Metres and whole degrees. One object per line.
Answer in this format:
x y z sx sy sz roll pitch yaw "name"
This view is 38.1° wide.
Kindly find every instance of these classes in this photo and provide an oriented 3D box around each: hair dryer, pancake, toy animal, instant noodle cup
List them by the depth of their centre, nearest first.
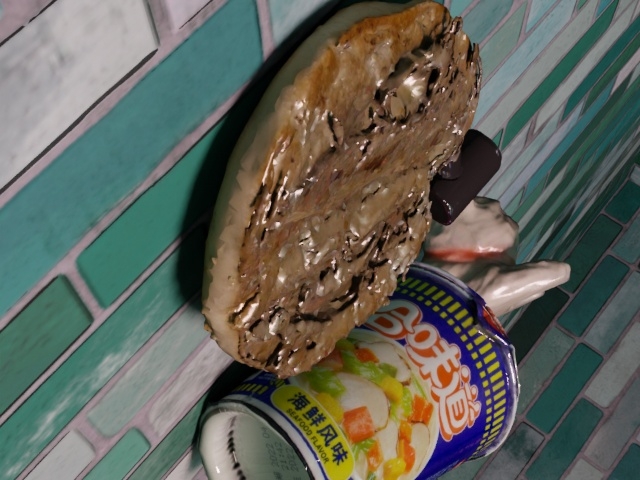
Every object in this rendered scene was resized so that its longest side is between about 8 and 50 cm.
0.028 -0.039 0.839 0.382 0.071 0.382 -43 152 -29 "pancake"
0.035 0.206 1.087 0.312 0.284 0.284 -26 147 -42 "instant noodle cup"
0.158 -0.127 1.096 0.114 0.070 0.248 -47 152 -17 "hair dryer"
0.180 0.061 1.371 0.266 0.188 0.308 -30 170 -6 "toy animal"
